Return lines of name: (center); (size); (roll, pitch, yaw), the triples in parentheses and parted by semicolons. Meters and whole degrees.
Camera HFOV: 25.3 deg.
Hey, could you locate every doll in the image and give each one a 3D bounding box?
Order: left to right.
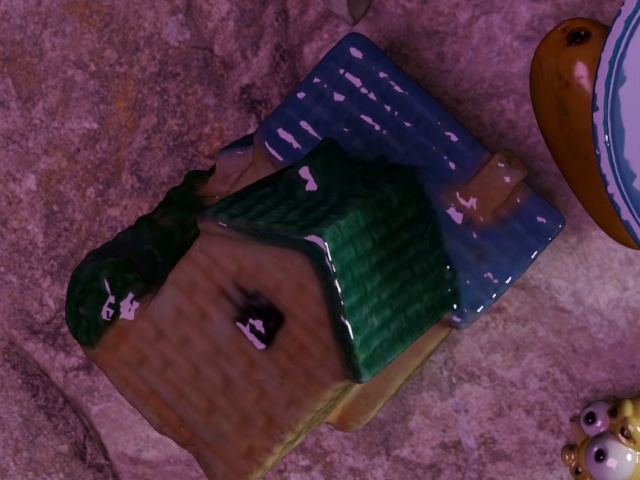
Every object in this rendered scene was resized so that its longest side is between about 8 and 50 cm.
doll: (0.359, 0.169, 1.441); (0.291, 0.086, 0.117); (-37, 48, 30)

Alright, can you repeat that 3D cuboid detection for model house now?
model house: (0.000, 0.000, 1.383); (0.334, 0.382, 0.342); (44, 123, 5)

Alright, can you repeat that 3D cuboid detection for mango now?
mango: (0.276, -0.101, 1.376); (0.113, 0.138, 0.253); (-29, 114, -6)

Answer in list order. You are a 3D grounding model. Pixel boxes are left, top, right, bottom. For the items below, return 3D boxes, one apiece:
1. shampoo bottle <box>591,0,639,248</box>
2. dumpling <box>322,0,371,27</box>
shampoo bottle: (0.425, -0.129, 1.177); (0.331, 0.342, 0.331); (7, 108, 23)
dumpling: (0.016, -0.298, 1.432); (0.100, 0.134, 0.169); (24, 116, 16)
